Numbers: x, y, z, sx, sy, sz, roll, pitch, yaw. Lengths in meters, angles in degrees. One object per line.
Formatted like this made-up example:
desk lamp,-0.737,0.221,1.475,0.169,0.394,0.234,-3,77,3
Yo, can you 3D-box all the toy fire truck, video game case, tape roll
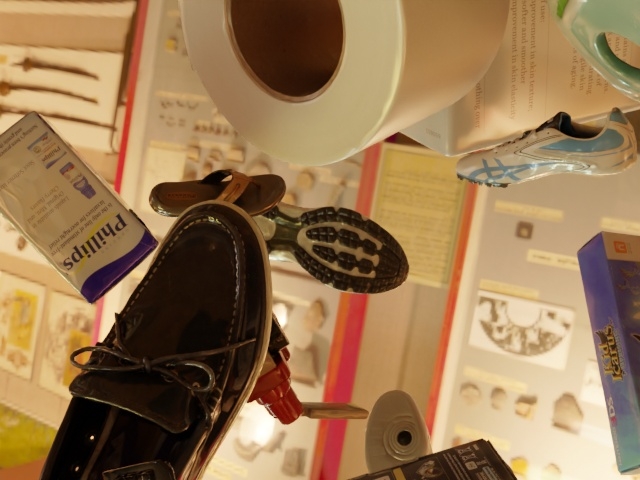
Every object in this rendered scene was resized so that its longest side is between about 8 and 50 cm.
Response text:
toy fire truck,-0.061,0.195,1.147,0.159,0.246,0.217,-32,-158,-4
video game case,0.435,0.130,0.855,0.245,0.269,0.061,6,151,-12
tape roll,0.019,-0.206,0.661,0.246,0.246,0.169,14,-148,39

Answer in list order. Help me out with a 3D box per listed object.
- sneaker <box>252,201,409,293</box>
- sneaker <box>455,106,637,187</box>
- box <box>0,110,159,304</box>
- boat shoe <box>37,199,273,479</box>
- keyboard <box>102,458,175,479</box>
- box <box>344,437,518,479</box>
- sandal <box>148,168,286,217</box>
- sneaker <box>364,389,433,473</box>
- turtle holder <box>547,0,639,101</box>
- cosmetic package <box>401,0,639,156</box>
sneaker,0.000,0.000,1.525,0.411,0.157,0.182,18,-177,24
sneaker,0.282,-0.118,0.970,0.237,0.086,0.085,-6,-166,39
box,-0.205,-0.028,0.610,0.137,0.072,0.126,50,172,-14
boat shoe,-0.189,0.174,0.866,0.187,0.499,0.156,16,163,15
keyboard,-0.102,0.233,0.451,0.038,0.191,0.100,-8,167,-45
box,0.047,0.309,0.568,0.319,0.097,0.395,-15,-169,-4
sandal,-0.160,-0.083,1.195,0.220,0.060,0.090,-1,-135,-12
sneaker,0.115,0.300,0.931,0.079,0.216,0.121,-15,156,17
turtle holder,0.259,-0.225,0.513,0.321,0.243,0.227,20,148,-23
cosmetic package,0.283,-0.367,1.219,0.394,0.329,0.327,-15,-153,-18
